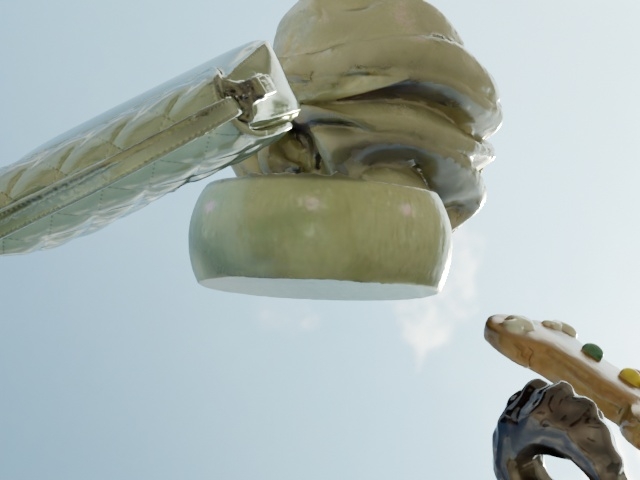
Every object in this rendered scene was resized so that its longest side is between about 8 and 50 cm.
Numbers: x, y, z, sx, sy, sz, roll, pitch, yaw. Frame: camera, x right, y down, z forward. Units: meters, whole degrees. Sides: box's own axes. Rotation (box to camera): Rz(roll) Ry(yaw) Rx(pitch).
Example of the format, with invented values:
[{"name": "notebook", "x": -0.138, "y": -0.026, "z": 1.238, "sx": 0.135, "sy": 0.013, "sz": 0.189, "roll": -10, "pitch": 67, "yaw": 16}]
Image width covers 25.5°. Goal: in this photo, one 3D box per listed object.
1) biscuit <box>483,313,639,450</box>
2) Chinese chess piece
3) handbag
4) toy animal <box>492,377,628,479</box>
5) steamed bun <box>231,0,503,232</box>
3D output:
[{"name": "biscuit", "x": 0.320, "y": 0.164, "z": 1.334, "sx": 0.339, "sy": 0.047, "sz": 0.216, "roll": 35, "pitch": -168, "yaw": 26}, {"name": "Chinese chess piece", "x": 0.000, "y": 0.000, "z": 1.341, "sx": 0.250, "sy": 0.250, "sz": 0.101, "roll": 6, "pitch": -97, "yaw": -32}, {"name": "handbag", "x": -0.143, "y": -0.054, "z": 1.014, "sx": 0.079, "sy": 0.256, "sz": 0.219, "roll": 63, "pitch": -159, "yaw": -9}, {"name": "toy animal", "x": 0.253, "y": 0.251, "z": 0.935, "sx": 0.194, "sy": 0.344, "sz": 0.303, "roll": -18, "pitch": -74, "yaw": -49}, {"name": "steamed bun", "x": 0.045, "y": -0.106, "z": 1.663, "sx": 0.339, "sy": 0.352, "sz": 0.247, "roll": 50, "pitch": -160, "yaw": -27}]
